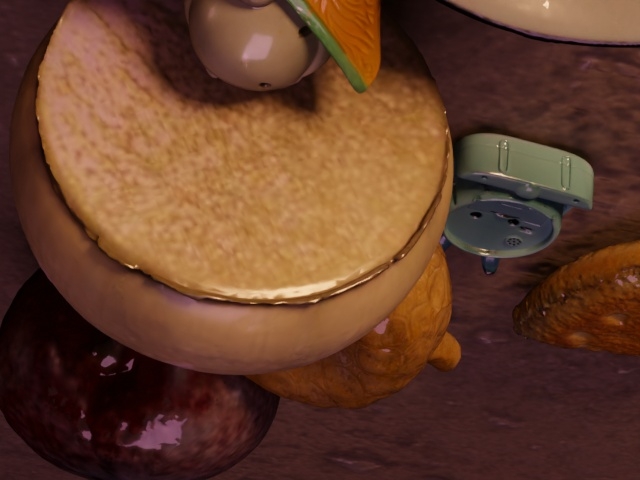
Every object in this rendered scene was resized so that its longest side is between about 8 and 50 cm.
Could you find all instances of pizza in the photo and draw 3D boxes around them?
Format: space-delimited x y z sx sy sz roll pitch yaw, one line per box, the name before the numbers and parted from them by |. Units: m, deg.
pizza | 0.298 0.048 1.336 0.292 0.058 0.197 -15 145 35

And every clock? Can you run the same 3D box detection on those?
clock | -0.048 -0.172 0.920 0.144 0.103 0.231 -37 99 31
clock | 0.133 -0.023 1.254 0.108 0.045 0.147 14 149 -11

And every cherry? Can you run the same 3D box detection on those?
cherry | -0.144 0.108 1.372 0.230 0.203 0.300 -5 159 9

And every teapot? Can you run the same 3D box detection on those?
teapot | 0.000 0.000 1.214 0.203 0.167 0.311 -15 124 45

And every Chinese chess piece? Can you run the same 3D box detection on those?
Chinese chess piece | -0.052 -0.052 1.009 0.270 0.270 0.112 11 150 -10

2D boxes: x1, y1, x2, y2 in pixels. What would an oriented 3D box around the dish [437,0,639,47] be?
dish | 0.155 -0.234 0.819 0.316 0.106 0.316 4 146 3
